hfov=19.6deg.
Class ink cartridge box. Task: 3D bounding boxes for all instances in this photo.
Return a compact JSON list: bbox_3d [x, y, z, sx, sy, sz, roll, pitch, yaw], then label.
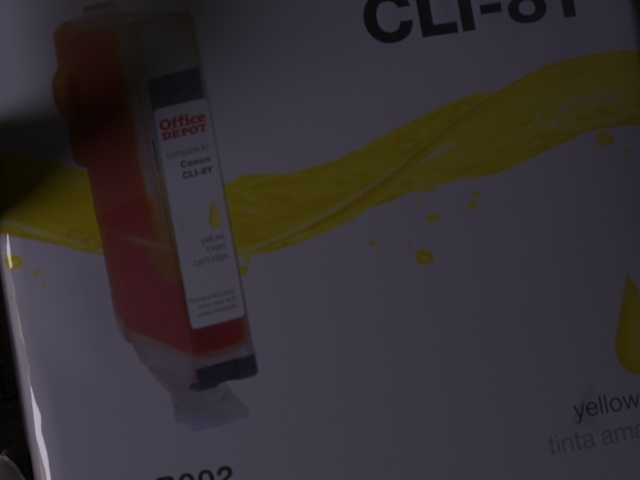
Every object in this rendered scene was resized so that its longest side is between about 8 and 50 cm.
[{"bbox_3d":[0.000,0.000,0.795,0.160,0.279,0.385,148,112,-80],"label":"ink cartridge box"}]

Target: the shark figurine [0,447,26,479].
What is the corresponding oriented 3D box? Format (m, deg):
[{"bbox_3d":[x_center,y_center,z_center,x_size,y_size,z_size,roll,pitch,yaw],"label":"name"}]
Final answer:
[{"bbox_3d":[-0.180,0.102,0.743,0.116,0.278,0.166,-25,35,41],"label":"shark figurine"}]
